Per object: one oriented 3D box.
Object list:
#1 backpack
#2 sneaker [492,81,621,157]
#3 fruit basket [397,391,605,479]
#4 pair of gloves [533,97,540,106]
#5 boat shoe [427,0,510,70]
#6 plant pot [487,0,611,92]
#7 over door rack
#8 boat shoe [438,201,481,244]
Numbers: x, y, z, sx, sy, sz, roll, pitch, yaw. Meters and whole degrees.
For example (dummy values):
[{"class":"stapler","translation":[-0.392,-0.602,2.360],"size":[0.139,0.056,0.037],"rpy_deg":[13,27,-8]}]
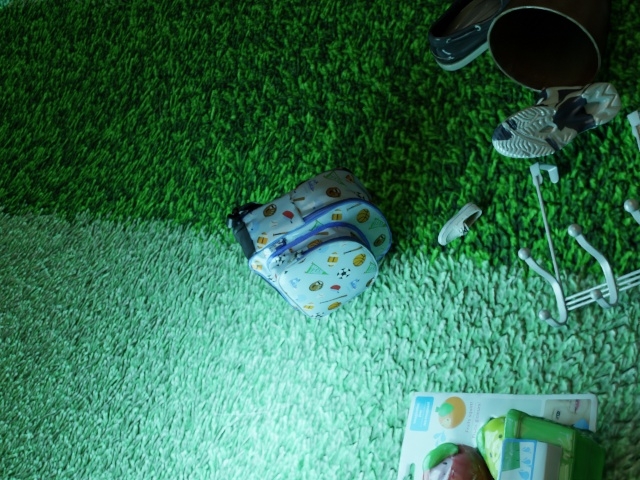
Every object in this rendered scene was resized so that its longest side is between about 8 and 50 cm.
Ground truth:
[{"class":"backpack","translation":[0.000,0.000,1.803],"size":[0.263,0.276,0.213],"rpy_deg":[-39,55,2]},{"class":"sneaker","translation":[0.408,-0.217,1.700],"size":[0.235,0.094,0.153],"rpy_deg":[-29,8,-1]},{"class":"fruit basket","translation":[0.253,0.391,1.472],"size":[0.353,0.165,0.327],"rpy_deg":[-3,64,37]},{"class":"pair of gloves","translation":[0.438,-0.240,1.789],"size":[0.083,0.010,0.074],"rpy_deg":[8,73,38]},{"class":"boat shoe","translation":[0.353,-0.499,1.919],"size":[0.340,0.113,0.127],"rpy_deg":[-37,50,12]},{"class":"plant pot","translation":[0.457,-0.432,1.773],"size":[0.215,0.215,0.230],"rpy_deg":[8,56,37]},{"class":"over door rack","translation":[0.447,-0.043,1.562],"size":[0.239,0.108,0.324],"rpy_deg":[-29,49,46]},{"class":"boat shoe","translation":[0.265,-0.027,1.775],"size":[0.100,0.035,0.035],"rpy_deg":[-45,46,-3]}]
